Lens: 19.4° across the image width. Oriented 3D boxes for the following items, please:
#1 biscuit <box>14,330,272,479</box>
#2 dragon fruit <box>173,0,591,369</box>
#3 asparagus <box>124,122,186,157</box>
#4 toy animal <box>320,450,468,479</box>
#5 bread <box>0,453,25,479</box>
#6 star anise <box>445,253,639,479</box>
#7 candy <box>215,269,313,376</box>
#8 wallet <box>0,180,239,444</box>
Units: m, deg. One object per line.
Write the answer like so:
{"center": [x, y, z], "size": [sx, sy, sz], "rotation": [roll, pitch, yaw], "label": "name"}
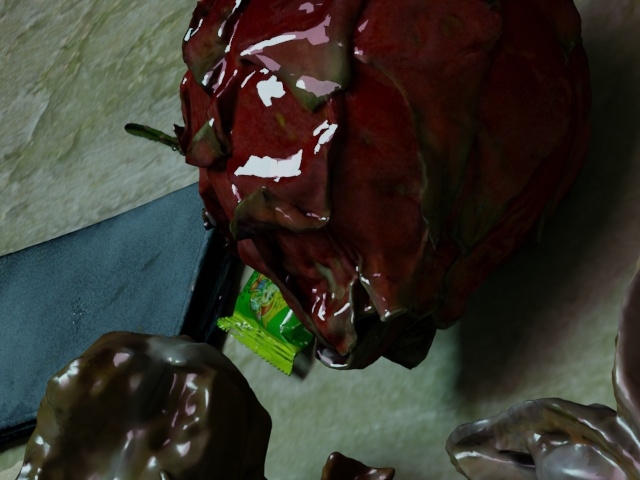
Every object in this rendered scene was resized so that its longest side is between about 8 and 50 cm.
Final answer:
{"center": [-0.137, 0.229, 1.058], "size": [0.366, 0.115, 0.268], "rotation": [-61, -14, -11], "label": "biscuit"}
{"center": [0.037, -0.072, 1.090], "size": [0.244, 0.244, 0.299], "rotation": [-7, 78, 56], "label": "dragon fruit"}
{"center": [-0.136, -0.087, 1.596], "size": [0.013, 0.016, 0.166], "rotation": [-30, 21, -18], "label": "asparagus"}
{"center": [0.024, 0.209, 0.944], "size": [0.298, 0.122, 0.185], "rotation": [-43, 32, 29], "label": "toy animal"}
{"center": [-0.175, 0.202, 1.310], "size": [0.105, 0.077, 0.152], "rotation": [-46, 27, 14], "label": "bread"}
{"center": [0.182, 0.129, 0.734], "size": [0.349, 0.109, 0.292], "rotation": [26, 105, 47], "label": "star anise"}
{"center": [-0.001, 0.000, 1.277], "size": [0.178, 0.032, 0.102], "rotation": [-59, 28, -1], "label": "candy"}
{"center": [-0.189, 0.064, 1.501], "size": [0.379, 0.046, 0.190], "rotation": [-18, 49, 49], "label": "wallet"}
